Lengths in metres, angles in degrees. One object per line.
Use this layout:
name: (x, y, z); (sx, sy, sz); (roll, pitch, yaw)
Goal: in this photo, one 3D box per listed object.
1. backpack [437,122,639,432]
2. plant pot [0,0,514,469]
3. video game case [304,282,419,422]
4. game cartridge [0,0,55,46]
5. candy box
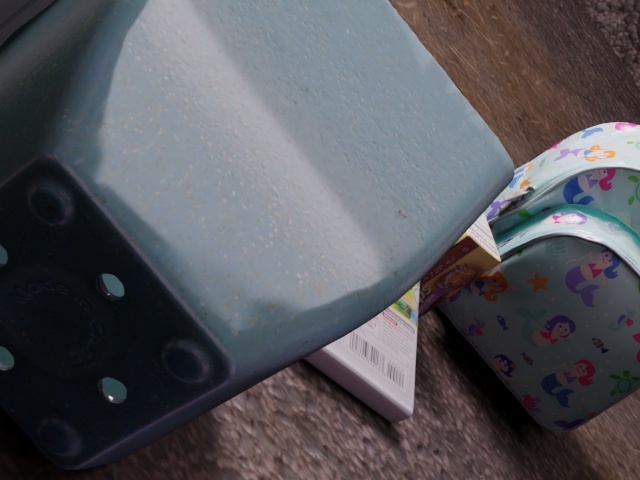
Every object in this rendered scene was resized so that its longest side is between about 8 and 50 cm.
backpack: (0.239, 0.029, 1.616); (0.225, 0.253, 0.191); (50, 20, -14)
plant pot: (-0.088, -0.020, 1.002); (0.247, 0.248, 0.252); (51, 36, -10)
video game case: (0.000, 0.000, 1.380); (0.227, 0.026, 0.206); (38, 43, -37)
game cartridge: (-0.202, -0.245, 1.150); (0.297, 0.198, 0.062); (52, 20, -6)
candy box: (0.076, -0.028, 1.554); (0.053, 0.109, 0.186); (37, 27, -39)
